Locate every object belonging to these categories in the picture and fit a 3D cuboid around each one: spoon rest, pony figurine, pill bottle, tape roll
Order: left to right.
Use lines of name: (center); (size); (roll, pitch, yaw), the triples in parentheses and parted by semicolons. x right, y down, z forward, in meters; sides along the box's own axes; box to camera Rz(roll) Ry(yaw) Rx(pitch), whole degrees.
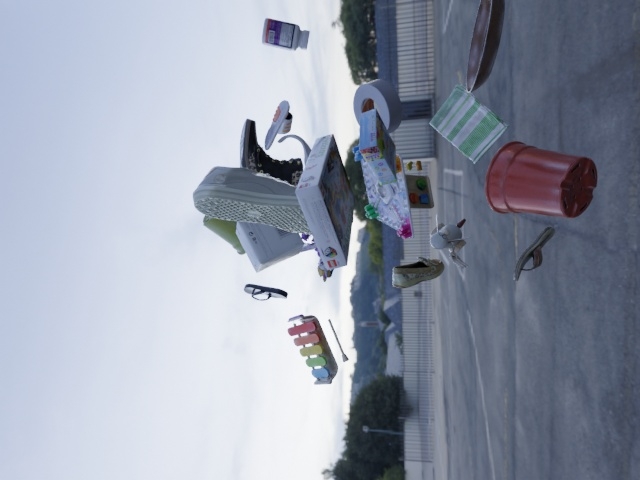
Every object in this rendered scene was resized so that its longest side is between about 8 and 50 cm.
pill bottle: (-0.147, -0.870, 1.810); (0.108, 0.193, 0.108); (-171, 90, -83)
spoon rest: (-0.062, -0.374, 1.889); (0.276, 0.084, 0.137); (43, -156, -4)
pony figurine: (0.000, 0.000, 2.178); (0.351, 0.302, 0.363); (-146, 59, -70)
tape roll: (0.226, -0.528, 1.711); (0.219, 0.072, 0.219); (43, 149, 34)

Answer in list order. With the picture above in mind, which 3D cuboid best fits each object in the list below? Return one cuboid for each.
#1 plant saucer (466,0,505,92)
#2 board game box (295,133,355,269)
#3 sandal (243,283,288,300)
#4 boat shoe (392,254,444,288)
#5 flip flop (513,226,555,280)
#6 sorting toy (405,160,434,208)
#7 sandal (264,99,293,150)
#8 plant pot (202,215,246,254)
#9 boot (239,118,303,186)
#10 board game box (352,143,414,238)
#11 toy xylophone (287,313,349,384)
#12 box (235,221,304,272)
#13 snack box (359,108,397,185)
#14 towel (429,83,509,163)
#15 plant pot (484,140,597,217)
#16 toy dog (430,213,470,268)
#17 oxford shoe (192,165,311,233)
plant saucer: (0.500, -0.610, 1.290); (0.310, 0.050, 0.311); (6, -90, -81)
board game box: (0.022, -0.100, 0.969); (0.305, 0.053, 0.193); (-77, -29, -57)
sandal: (-0.258, 0.238, 1.903); (0.097, 0.254, 0.054); (37, -117, -42)
boat shoe: (0.423, 0.122, 1.815); (0.285, 0.104, 0.089); (-18, -74, -34)
flip flop: (0.932, 0.065, 1.837); (0.277, 0.080, 0.112); (-49, -31, -1)
sorting toy: (0.578, -0.345, 2.585); (0.041, 0.229, 0.307); (-27, 68, 61)
sandal: (-0.171, -0.494, 1.848); (0.265, 0.076, 0.102); (-51, 40, 47)
plant pot: (-0.464, -0.099, 2.232); (0.254, 0.276, 0.276); (30, -133, -27)
boot: (-0.232, -0.377, 2.013); (0.138, 0.284, 0.377); (173, 96, -72)
board game box: (0.283, -0.232, 1.972); (0.390, 0.050, 0.390); (40, 149, 60)
toy xylophone: (-0.012, 0.446, 1.798); (0.081, 0.236, 0.323); (-21, -102, -41)
box: (-0.184, -0.010, 1.529); (0.181, 0.182, 0.119); (60, 158, 12)
snack box: (0.205, -0.325, 1.498); (0.207, 0.070, 0.174); (46, -140, -50)
towel: (0.718, -0.568, 2.081); (0.038, 0.325, 0.248); (-25, -23, -45)
plant pot: (0.771, -0.201, 1.478); (0.265, 0.272, 0.272); (27, 127, 57)
toy dog: (0.579, -0.030, 1.874); (0.161, 0.220, 0.334); (-54, 3, 16)
oxford shoe: (-0.115, -0.113, 1.169); (0.169, 0.449, 0.130); (128, 148, -56)
